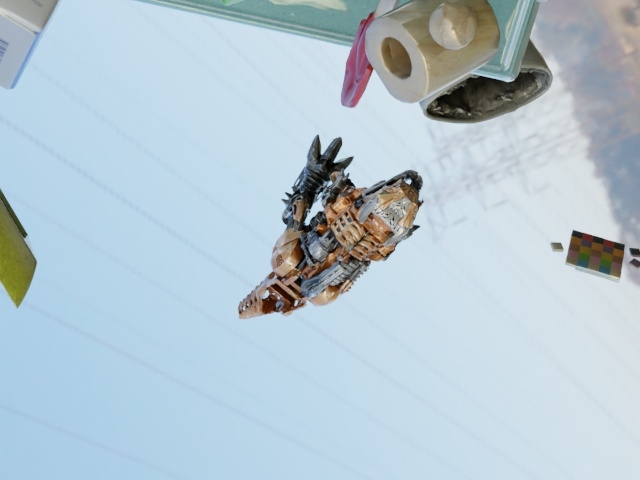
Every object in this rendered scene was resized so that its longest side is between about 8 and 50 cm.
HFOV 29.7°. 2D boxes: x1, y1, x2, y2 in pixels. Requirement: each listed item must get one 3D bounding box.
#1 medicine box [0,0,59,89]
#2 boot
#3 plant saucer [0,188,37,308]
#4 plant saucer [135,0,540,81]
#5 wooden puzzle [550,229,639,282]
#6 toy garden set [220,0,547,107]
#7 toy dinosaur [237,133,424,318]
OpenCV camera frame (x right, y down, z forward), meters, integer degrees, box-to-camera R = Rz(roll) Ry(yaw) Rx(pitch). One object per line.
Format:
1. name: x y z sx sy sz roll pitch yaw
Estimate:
1. medicine box: -0.436 -0.410 1.773 0.149 0.263 0.289 29 -111 -15
2. boot: 0.060 -0.175 0.937 0.076 0.189 0.209 71 -176 -63
3. plant saucer: -0.377 -0.034 1.368 0.188 0.045 0.188 64 170 -20
4. plant saucer: -0.005 -0.109 0.473 0.018 0.192 0.067 -91 13 -60
5. wooden puzzle: 0.246 0.014 1.075 0.049 0.083 0.006 -65 -11 -48
6. toy garden set: 0.000 -0.123 0.320 0.049 0.244 0.204 -32 -96 -27
7. toy dinosaur: 0.000 0.000 1.414 0.164 0.321 0.218 59 -146 -25
